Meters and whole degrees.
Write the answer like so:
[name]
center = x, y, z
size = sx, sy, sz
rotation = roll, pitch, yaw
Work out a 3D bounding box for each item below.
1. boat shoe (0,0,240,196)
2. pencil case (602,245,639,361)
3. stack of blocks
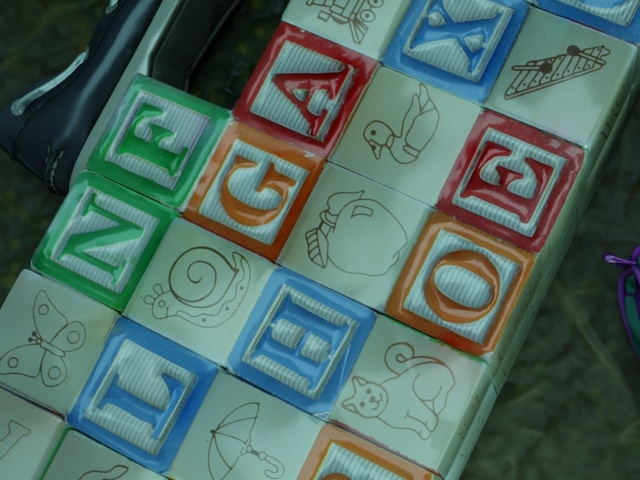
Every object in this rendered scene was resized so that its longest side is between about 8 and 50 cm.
[boat shoe]
center = -0.072, -0.114, 0.567
size = 0.065, 0.075, 0.206
rotation = 27, 86, 12
[pencil case]
center = 0.189, 0.010, 0.495
size = 0.151, 0.064, 0.070
rotation = -22, 89, 3
[stack of blocks]
center = 0.000, 0.000, 0.517
size = 0.171, 0.087, 0.297
rotation = 25, 81, 15
